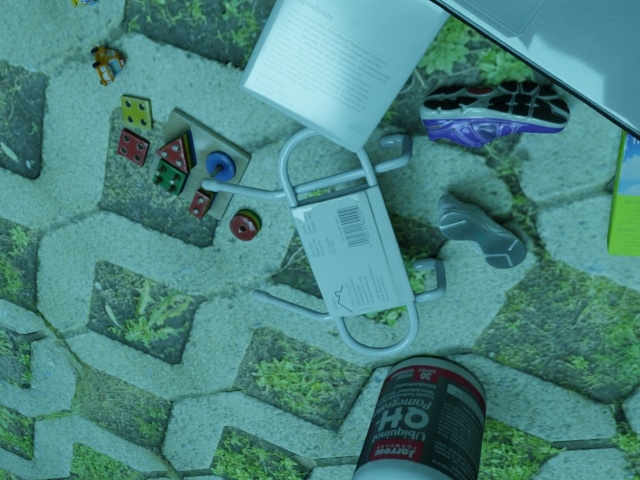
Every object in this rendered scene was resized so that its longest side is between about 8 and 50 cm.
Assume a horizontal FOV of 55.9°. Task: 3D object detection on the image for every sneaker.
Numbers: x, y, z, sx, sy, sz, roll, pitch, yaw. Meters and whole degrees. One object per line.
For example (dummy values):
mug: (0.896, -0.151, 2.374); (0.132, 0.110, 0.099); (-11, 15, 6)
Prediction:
sneaker: (0.214, -0.015, 0.795); (0.152, 0.061, 0.053); (31, 123, -25)
sneaker: (0.204, -0.143, 0.713); (0.170, 0.068, 0.071); (8, 141, 27)

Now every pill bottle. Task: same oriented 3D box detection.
pill bottle: (0.143, 0.340, 0.893); (0.176, 0.318, 0.176); (10, 125, 15)

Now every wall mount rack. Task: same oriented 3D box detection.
wall mount rack: (0.000, 0.000, 0.824); (0.304, 0.130, 0.350); (-13, 118, 14)

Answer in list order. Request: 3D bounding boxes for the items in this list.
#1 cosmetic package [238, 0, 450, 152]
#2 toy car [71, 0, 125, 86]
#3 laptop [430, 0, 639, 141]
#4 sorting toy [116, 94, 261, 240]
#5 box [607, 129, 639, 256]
cosmetic package: (0.030, -0.228, 0.644); (0.151, 0.151, 0.184); (28, 128, -9)
toy car: (-0.301, -0.276, 0.821); (0.040, 0.060, 0.122); (-15, 128, -6)
laptop: (0.217, -0.321, 0.357); (0.382, 0.236, 0.408); (34, 106, 1)
sorting toy: (-0.197, -0.108, 0.898); (0.274, 0.046, 0.132); (33, 128, -1)
box: (0.396, -0.062, 0.691); (0.109, 0.042, 0.178); (4, 124, 19)
